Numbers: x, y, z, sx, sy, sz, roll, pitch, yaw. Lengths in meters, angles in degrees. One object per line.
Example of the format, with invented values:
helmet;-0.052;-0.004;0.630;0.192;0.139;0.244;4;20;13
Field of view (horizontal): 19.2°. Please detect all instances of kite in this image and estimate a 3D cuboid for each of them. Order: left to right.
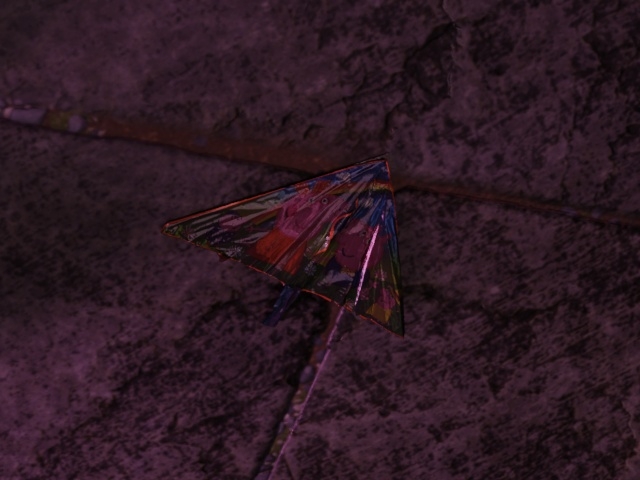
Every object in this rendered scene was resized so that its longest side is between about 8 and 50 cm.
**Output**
kite;0.000;0.000;1.952;0.321;0.016;0.234;24;115;-31
